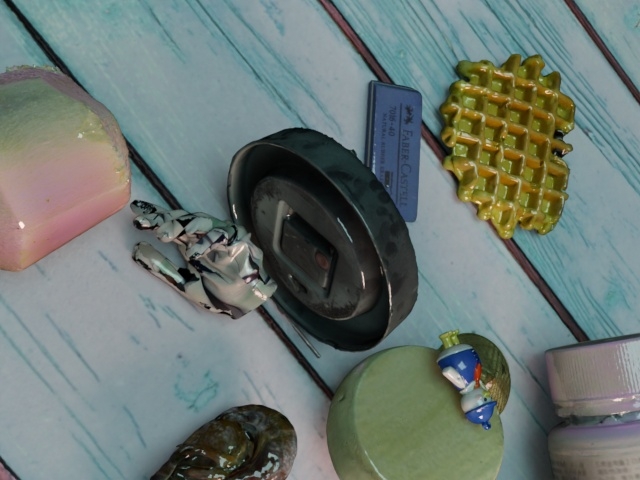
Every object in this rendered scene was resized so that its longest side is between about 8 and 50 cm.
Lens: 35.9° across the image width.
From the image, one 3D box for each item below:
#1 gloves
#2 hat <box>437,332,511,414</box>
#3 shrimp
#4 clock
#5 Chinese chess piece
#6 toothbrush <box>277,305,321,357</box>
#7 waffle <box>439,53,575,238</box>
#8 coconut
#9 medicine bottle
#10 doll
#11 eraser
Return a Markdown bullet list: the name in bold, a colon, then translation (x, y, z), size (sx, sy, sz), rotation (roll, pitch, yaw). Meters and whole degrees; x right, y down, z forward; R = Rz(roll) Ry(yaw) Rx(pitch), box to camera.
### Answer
- **gloves**: translation (-0.162, 0.012, 1.314), size (0.212, 0.128, 0.111), rotation (49, 57, -13)
- **hat**: translation (0.242, 0.208, 1.479), size (0.146, 0.067, 0.146), rotation (4, 79, -23)
- **shrimp**: translation (-0.163, 0.344, 1.252), size (0.145, 0.116, 0.343), rotation (43, 68, 14)
- **clock**: translation (-0.001, 0.000, 1.278), size (0.061, 0.313, 0.312), rotation (-33, 95, -31)
- **Chinese chess piece**: translation (0.130, 0.269, 1.367), size (0.250, 0.101, 0.250), rotation (11, 58, -18)
- **toothbrush**: translation (-0.030, 0.130, 1.406), size (0.006, 0.008, 0.097), rotation (-40, 99, -10)
- **waffle**: translation (0.315, -0.161, 1.580), size (0.283, 0.065, 0.309), rotation (-31, 95, -25)
- **coconut**: translation (-0.377, -0.086, 1.185), size (0.245, 0.233, 0.233), rotation (-30, 94, -33)
- **medicine bottle**: translation (0.458, 0.295, 1.463), size (0.241, 0.241, 0.301), rotation (-6, 83, -25)
- **doll**: translation (0.201, 0.192, 1.352), size (0.099, 0.058, 0.142), rotation (3, 61, -55)
- **eraser**: translation (0.109, -0.138, 1.500), size (0.082, 0.036, 0.225), rotation (9, 78, -20)
